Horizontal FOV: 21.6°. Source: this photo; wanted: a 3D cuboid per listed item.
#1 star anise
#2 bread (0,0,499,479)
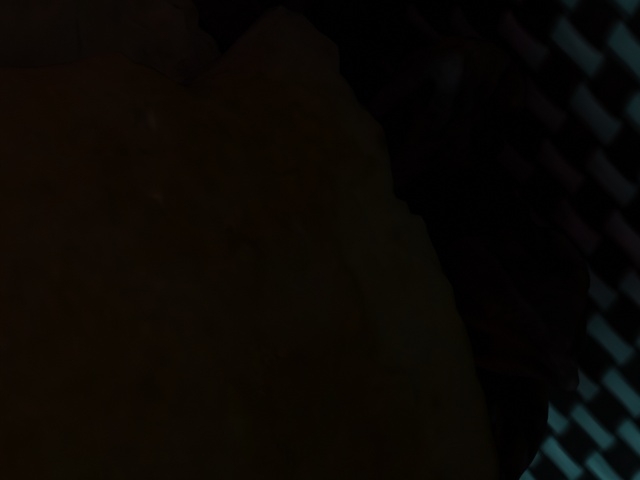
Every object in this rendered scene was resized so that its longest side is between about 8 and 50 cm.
[{"bbox_3d":[-0.001,0.000,0.578,0.230,0.081,0.262,53,142,1],"label":"star anise"},{"bbox_3d":[-0.162,0.040,0.544,0.395,0.239,0.264,-32,69,49],"label":"bread"}]
